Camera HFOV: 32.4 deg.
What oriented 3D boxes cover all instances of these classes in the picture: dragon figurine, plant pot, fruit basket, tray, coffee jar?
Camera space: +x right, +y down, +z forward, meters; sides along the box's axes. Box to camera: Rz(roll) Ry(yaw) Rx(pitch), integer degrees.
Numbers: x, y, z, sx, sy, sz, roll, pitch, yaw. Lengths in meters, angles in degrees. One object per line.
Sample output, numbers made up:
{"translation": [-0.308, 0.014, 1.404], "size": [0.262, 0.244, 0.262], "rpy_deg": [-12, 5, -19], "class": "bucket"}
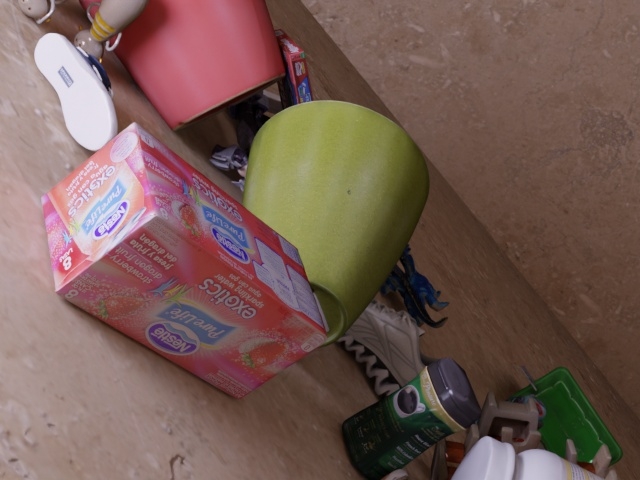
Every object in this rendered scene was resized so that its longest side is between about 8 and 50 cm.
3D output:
{"translation": [0.169, 0.087, 2.123], "size": [0.144, 0.085, 0.289], "rpy_deg": [48, 12, -13], "class": "dragon figurine"}
{"translation": [-0.190, -0.312, 1.644], "size": [0.243, 0.275, 0.275], "rpy_deg": [64, 15, -5], "class": "plant pot"}
{"translation": [0.000, 0.000, 1.542], "size": [0.275, 0.275, 0.293], "rpy_deg": [46, 36, -26], "class": "plant pot"}
{"translation": [0.528, 0.420, 2.434], "size": [0.327, 0.165, 0.353], "rpy_deg": [57, 0, 11], "class": "fruit basket"}
{"translation": [-0.077, -0.245, 1.999], "size": [0.270, 0.030, 0.145], "rpy_deg": [22, 11, 11], "class": "tray"}
{"translation": [0.124, 0.240, 1.476], "size": [0.079, 0.184, 0.096], "rpy_deg": [42, 20, -37], "class": "coffee jar"}

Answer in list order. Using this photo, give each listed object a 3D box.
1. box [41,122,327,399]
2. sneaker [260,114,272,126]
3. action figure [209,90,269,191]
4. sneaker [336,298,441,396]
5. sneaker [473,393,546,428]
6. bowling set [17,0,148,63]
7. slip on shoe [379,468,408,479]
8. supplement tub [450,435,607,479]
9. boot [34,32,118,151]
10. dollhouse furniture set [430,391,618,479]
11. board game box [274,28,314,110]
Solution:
{"translation": [-0.144, 0.032, 1.209], "size": [0.300, 0.142, 0.154], "rpy_deg": [39, 22, -44], "class": "box"}
{"translation": [-0.028, -0.174, 2.031], "size": [0.283, 0.124, 0.107], "rpy_deg": [41, 20, -40], "class": "sneaker"}
{"translation": [-0.108, -0.146, 1.797], "size": [0.185, 0.099, 0.285], "rpy_deg": [41, 34, -60], "class": "action figure"}
{"translation": [0.088, 0.137, 1.726], "size": [0.292, 0.118, 0.110], "rpy_deg": [50, 17, -8], "class": "sneaker"}
{"translation": [0.362, 0.335, 2.091], "size": [0.104, 0.125, 0.262], "rpy_deg": [56, 15, 9], "class": "sneaker"}
{"translation": [-0.383, -0.379, 1.458], "size": [0.200, 0.154, 0.287], "rpy_deg": [-13, 68, -53], "class": "bowling set"}
{"translation": [0.083, 0.329, 1.414], "size": [0.041, 0.051, 0.135], "rpy_deg": [53, 17, 17], "class": "slip on shoe"}
{"translation": [0.318, 0.415, 1.408], "size": [0.331, 0.241, 0.241], "rpy_deg": [27, 17, 0], "class": "supplement tub"}
{"translation": [-0.285, -0.181, 1.386], "size": [0.086, 0.069, 0.190], "rpy_deg": [20, 35, -59], "class": "boot"}
{"translation": [0.299, 0.356, 1.704], "size": [0.262, 0.135, 0.259], "rpy_deg": [8, 20, 1], "class": "dollhouse furniture set"}
{"translation": [-0.030, -0.181, 1.741], "size": [0.145, 0.027, 0.281], "rpy_deg": [-123, -161, -61], "class": "board game box"}
